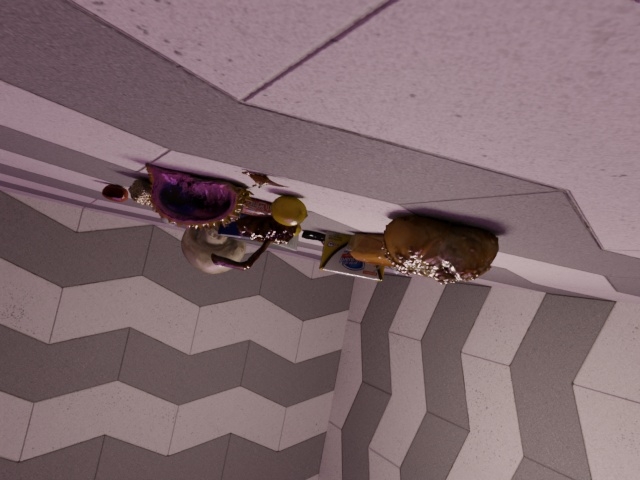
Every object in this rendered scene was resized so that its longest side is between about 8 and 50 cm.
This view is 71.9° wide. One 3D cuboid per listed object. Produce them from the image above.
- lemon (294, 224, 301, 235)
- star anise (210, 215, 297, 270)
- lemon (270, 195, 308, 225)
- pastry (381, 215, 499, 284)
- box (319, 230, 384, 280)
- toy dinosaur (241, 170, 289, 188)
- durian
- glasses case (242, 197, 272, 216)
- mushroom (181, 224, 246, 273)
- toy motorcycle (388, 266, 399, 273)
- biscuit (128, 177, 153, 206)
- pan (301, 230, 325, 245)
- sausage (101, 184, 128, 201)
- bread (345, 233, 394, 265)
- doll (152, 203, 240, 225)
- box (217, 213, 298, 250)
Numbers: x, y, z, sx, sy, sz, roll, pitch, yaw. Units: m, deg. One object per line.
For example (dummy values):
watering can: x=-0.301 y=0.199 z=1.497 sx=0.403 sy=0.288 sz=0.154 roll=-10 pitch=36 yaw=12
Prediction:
lemon: x=-0.114 y=-0.047 z=1.673 sx=0.092 sy=0.065 sz=0.065 roll=11 pitch=175 yaw=-23
star anise: x=-0.208 y=-0.016 z=1.452 sx=0.237 sy=0.148 sz=0.346 roll=15 pitch=-142 yaw=43
lemon: x=-0.090 y=-0.082 z=1.202 sx=0.111 sy=0.082 sz=0.082 roll=15 pitch=176 yaw=17
pastry: x=0.319 y=0.035 z=1.200 sx=0.311 sy=0.161 sz=0.255 roll=13 pitch=176 yaw=-5
box: x=0.136 y=0.066 z=1.817 sx=0.265 sy=0.168 sz=0.097 roll=12 pitch=171 yaw=-1
toy dinosaur: x=-0.129 y=-0.134 z=1.021 sx=0.113 sy=0.026 sz=0.041 roll=21 pitch=155 yaw=-14
durian: x=-0.318 y=-0.115 z=1.213 sx=0.261 sy=0.153 sz=0.186 roll=17 pitch=-160 yaw=13
glasses case: x=-0.230 y=-0.107 z=1.369 sx=0.195 sy=0.049 sz=0.073 roll=14 pitch=174 yaw=-24
mushroom: x=-0.486 y=-0.009 z=2.027 sx=0.298 sy=0.297 sz=0.290 roll=12 pitch=138 yaw=-7
toy motorcycle: x=0.320 y=0.087 z=1.885 sx=0.113 sy=0.112 sz=0.254 roll=12 pitch=179 yaw=-15
biscuit: x=-0.526 y=-0.147 z=1.418 sx=0.070 sy=0.082 sz=0.168 roll=-41 pitch=148 yaw=23
pan: x=0.001 y=-0.003 z=1.977 sx=0.115 sy=0.040 sz=0.212 roll=6 pitch=165 yaw=35
sausage: x=-0.766 y=-0.176 z=1.648 sx=0.094 sy=0.059 sz=0.054 roll=13 pitch=174 yaw=-9
bread: x=0.223 y=0.036 z=1.645 sx=0.136 sy=0.107 sz=0.241 roll=20 pitch=169 yaw=-42
doll: x=-0.384 y=-0.103 z=1.406 sx=0.278 sy=0.119 sz=0.154 roll=8 pitch=163 yaw=-39
box: x=-0.238 y=-0.037 z=1.774 sx=0.200 sy=0.106 sz=0.299 roll=6 pitch=174 yaw=24
